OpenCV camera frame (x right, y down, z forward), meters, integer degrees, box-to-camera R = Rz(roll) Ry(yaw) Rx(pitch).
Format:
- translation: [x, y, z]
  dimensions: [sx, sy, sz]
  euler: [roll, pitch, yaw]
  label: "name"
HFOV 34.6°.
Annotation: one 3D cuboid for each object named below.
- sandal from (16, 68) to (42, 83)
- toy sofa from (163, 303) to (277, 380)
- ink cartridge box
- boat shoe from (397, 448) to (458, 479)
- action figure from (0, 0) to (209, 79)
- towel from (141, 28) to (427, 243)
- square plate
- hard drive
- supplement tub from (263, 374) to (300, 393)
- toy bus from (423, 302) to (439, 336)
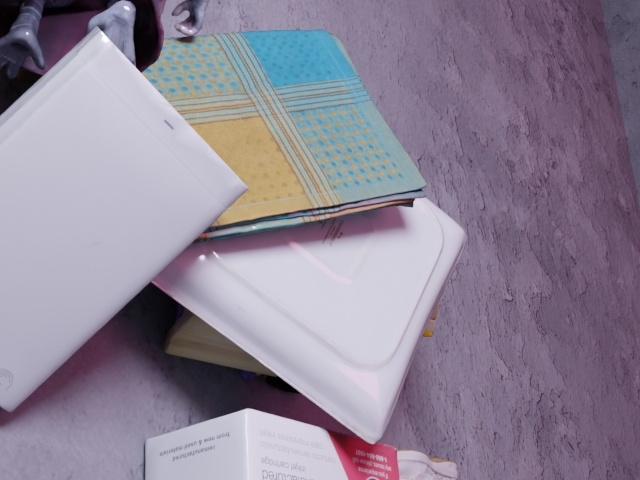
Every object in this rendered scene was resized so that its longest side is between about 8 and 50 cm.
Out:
- translation: [-0.301, -0.255, 1.173]
  dimensions: [0.079, 0.088, 0.240]
  euler: [41, 36, 0]
  label: "sandal"
- translation: [-0.103, -0.019, 1.271]
  dimensions: [0.150, 0.177, 0.363]
  euler: [16, 57, -24]
  label: "toy sofa"
- translation: [-0.035, 0.401, 1.082]
  dimensions: [0.279, 0.160, 0.385]
  euler: [26, 51, -47]
  label: "ink cartridge box"
- translation: [0.115, 0.344, 1.395]
  dimensions: [0.277, 0.098, 0.096]
  euler: [21, 54, -50]
  label: "boat shoe"
- translation: [-0.216, -0.332, 1.039]
  dimensions: [0.248, 0.276, 0.370]
  euler: [23, 60, -5]
  label: "action figure"
- translation: [-0.088, -0.124, 1.140]
  dimensions: [0.370, 0.040, 0.271]
  euler: [-12, 61, -32]
  label: "towel"
- translation: [0.000, 0.000, 1.178]
  dimensions: [0.344, 0.049, 0.347]
  euler: [38, 49, -9]
  label: "square plate"
- translation: [-0.242, -0.013, 0.927]
  dimensions: [0.203, 0.307, 0.040]
  euler: [47, -2, -30]
  label: "hard drive"
- translation: [-0.016, 0.092, 1.333]
  dimensions: [0.106, 0.106, 0.198]
  euler: [32, 52, -43]
  label: "supplement tub"
- translation: [0.074, 0.075, 1.475]
  dimensions: [0.202, 0.191, 0.104]
  euler: [56, -1, -10]
  label: "toy bus"
